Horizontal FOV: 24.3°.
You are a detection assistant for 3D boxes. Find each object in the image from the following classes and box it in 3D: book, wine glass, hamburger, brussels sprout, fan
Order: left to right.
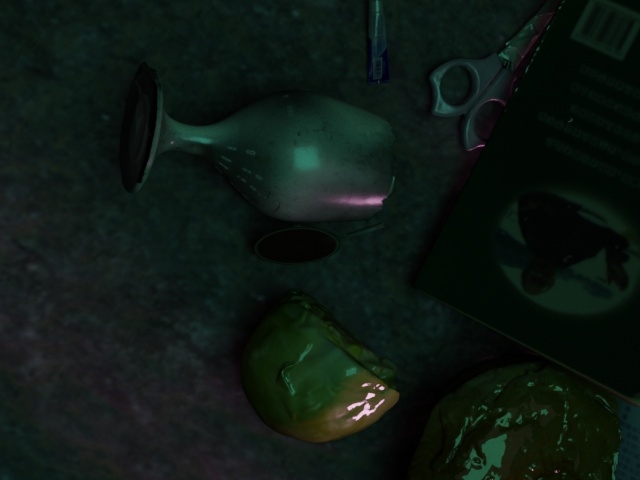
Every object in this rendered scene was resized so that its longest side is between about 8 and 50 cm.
[{"bbox_3d":[-0.057,-0.083,1.360,0.241,0.126,0.126,9,94,-21],"label":"wine glass"},{"bbox_3d":[-0.007,0.134,1.403,0.151,0.149,0.122,39,99,-7],"label":"brussels sprout"},{"bbox_3d":[0.000,0.000,1.406,0.085,0.133,0.005,47,35,-59],"label":"fan"},{"bbox_3d":[0.176,0.242,1.500,0.211,0.132,0.309,18,91,-26],"label":"hamburger"},{"bbox_3d":[0.286,-0.058,1.456,0.260,0.043,0.371,29,91,17],"label":"book"}]

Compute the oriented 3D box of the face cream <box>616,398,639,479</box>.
[{"bbox_3d":[0.351,0.278,1.522,0.137,0.235,0.420,-4,117,-47],"label":"face cream"}]

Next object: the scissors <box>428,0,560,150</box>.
[{"bbox_3d":[0.196,-0.188,1.507,0.110,0.021,0.212,45,80,-24],"label":"scissors"}]

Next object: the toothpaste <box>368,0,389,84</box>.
[{"bbox_3d":[0.055,-0.194,1.452,0.024,0.015,0.083,-11,107,-22],"label":"toothpaste"}]
